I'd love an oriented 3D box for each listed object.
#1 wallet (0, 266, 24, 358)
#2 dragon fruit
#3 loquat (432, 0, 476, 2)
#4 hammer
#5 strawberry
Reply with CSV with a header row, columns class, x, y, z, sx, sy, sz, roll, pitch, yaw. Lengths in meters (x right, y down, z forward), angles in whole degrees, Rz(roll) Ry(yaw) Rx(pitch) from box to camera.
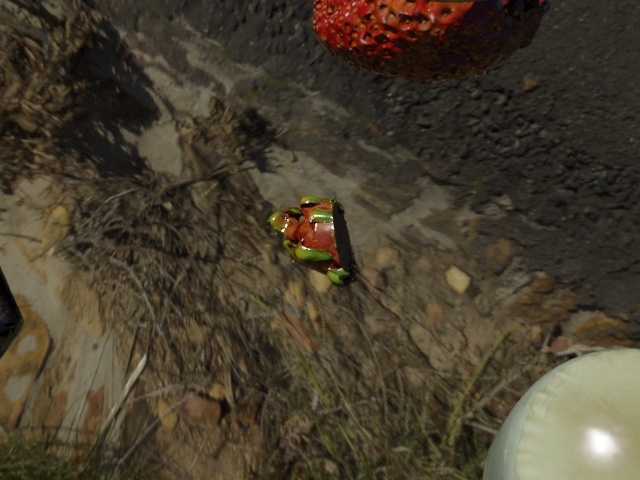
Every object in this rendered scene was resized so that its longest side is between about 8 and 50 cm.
class,x,y,z,sx,sy,sz,roll,pitch,yaw
wallet,-0.245,-0.030,0.410,0.045,0.318,0.172,6,134,-47
dragon fruit,0.000,0.000,1.208,0.142,0.175,0.138,-32,121,-49
loquat,0.112,-0.346,0.601,0.328,0.328,0.328,-1,94,-11
hammer,0.209,0.173,0.347,0.305,0.202,0.113,37,81,18
strawberry,0.131,-0.316,1.039,0.288,0.250,0.238,-26,144,19
